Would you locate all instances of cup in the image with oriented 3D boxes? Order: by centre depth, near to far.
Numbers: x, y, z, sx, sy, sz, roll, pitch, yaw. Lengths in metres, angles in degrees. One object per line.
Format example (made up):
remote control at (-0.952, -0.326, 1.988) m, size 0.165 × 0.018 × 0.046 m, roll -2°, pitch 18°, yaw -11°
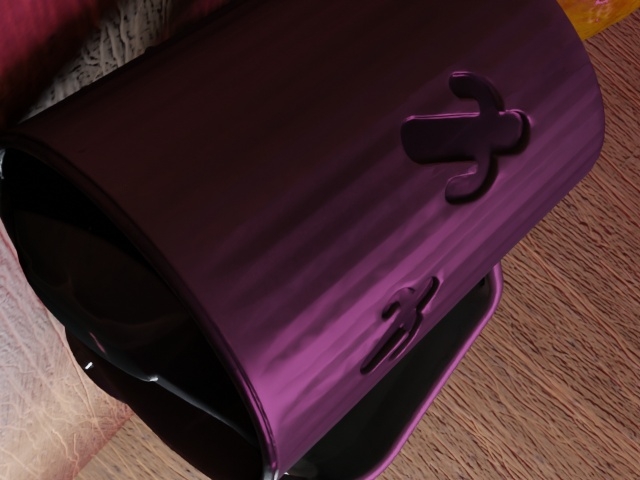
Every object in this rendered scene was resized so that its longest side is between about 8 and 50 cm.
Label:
cup at (-0.017, -0.018, 1.361) m, size 0.392 × 0.310 × 0.401 m, roll -38°, pitch 159°, yaw -21°

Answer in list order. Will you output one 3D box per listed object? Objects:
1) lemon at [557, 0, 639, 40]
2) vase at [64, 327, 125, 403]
lemon at (0.193, -0.303, 1.590) m, size 0.293 × 0.293 × 0.293 m, roll -47°, pitch 176°, yaw -4°
vase at (-0.153, 0.056, 1.994) m, size 0.301 × 0.156 × 0.251 m, roll -43°, pitch 171°, yaw 28°
